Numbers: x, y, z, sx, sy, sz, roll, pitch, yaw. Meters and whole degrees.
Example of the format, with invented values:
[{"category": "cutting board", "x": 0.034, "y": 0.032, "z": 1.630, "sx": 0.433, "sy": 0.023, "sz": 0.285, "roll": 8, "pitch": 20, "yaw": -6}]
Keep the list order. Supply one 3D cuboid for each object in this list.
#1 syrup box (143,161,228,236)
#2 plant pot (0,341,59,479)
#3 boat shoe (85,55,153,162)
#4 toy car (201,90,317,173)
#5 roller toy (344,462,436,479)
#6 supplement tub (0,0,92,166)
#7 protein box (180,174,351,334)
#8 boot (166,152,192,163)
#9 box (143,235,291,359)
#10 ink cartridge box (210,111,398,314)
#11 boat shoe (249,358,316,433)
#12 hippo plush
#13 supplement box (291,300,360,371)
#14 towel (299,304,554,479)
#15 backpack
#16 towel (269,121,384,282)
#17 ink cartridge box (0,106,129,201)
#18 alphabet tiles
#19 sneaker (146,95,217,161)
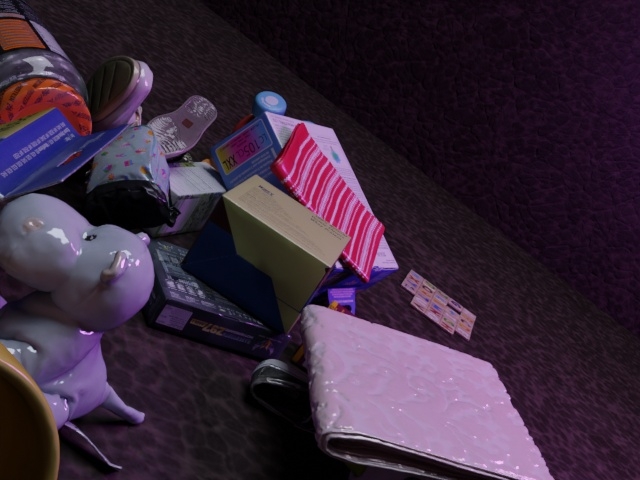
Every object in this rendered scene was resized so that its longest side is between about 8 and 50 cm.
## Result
[{"category": "syrup box", "x": -0.253, "y": -0.078, "z": 1.734, "sx": 0.096, "sy": 0.093, "sz": 0.237, "roll": 39, "pitch": 18, "yaw": 13}, {"category": "plant pot", "x": -0.366, "y": 0.139, "z": 0.739, "sx": 0.254, "sy": 0.254, "sz": 0.239, "roll": 19, "pitch": 9, "yaw": -42}, {"category": "boat shoe", "x": -0.355, "y": -0.217, "z": 1.619, "sx": 0.103, "sy": 0.302, "sz": 0.113, "roll": 21, "pitch": 62, "yaw": -33}, {"category": "toy car", "x": -0.148, "y": -0.161, "z": 2.066, "sx": 0.210, "sy": 0.219, "sz": 0.238, "roll": 40, "pitch": 47, "yaw": 14}, {"category": "roller toy", "x": 0.152, "y": 0.330, "z": 1.312, "sx": 0.209, "sy": 0.146, "sz": 0.191, "roll": 19, "pitch": 23, "yaw": -42}, {"category": "supplement tub", "x": -0.509, "y": -0.259, "z": 1.550, "sx": 0.207, "sy": 0.207, "sz": 0.338, "roll": 16, "pitch": 26, "yaw": -46}, {"category": "protein box", "x": -0.081, "y": 0.017, "z": 1.526, "sx": 0.200, "sy": 0.136, "sz": 0.201, "roll": 34, "pitch": 17, "yaw": 2}, {"category": "boot", "x": -0.324, "y": -0.149, "z": 1.813, "sx": 0.179, "sy": 0.085, "sz": 0.236, "roll": 29, "pitch": 19, "yaw": -27}, {"category": "box", "x": -0.177, "y": 0.089, "z": 1.490, "sx": 0.233, "sy": 0.059, "sz": 0.183, "roll": 22, "pitch": 21, "yaw": -34}, {"category": "ink cartridge box", "x": -0.013, "y": -0.029, "z": 1.817, "sx": 0.270, "sy": 0.151, "sz": 0.395, "roll": 3, "pitch": 57, "yaw": -60}, {"category": "boat shoe", "x": -0.004, "y": 0.249, "z": 1.374, "sx": 0.219, "sy": 0.077, "sz": 0.070, "roll": 25, "pitch": 17, "yaw": -5}, {"category": "hippo plush", "x": -0.282, "y": 0.089, "z": 0.996, "sx": 0.294, "sy": 0.236, "sz": 0.234, "roll": 32, "pitch": 17, "yaw": -8}, {"category": "supplement box", "x": 0.062, "y": 0.200, "z": 1.562, "sx": 0.188, "sy": 0.104, "sz": 0.081, "roll": 36, "pitch": 17, "yaw": 2}, {"category": "towel", "x": 0.127, "y": 0.217, "z": 1.280, "sx": 0.317, "sy": 0.053, "sz": 0.332, "roll": 19, "pitch": 19, "yaw": -13}, {"category": "backpack", "x": -0.302, "y": -0.099, "z": 1.529, "sx": 0.152, "sy": 0.115, "sz": 0.182, "roll": -4, "pitch": 39, "yaw": 1}, {"category": "towel", "x": 0.019, "y": -0.072, "z": 1.719, "sx": 0.275, "sy": 0.031, "sz": 0.199, "roll": 51, "pitch": 27, "yaw": -15}, {"category": "ink cartridge box", "x": -0.417, "y": -0.088, "z": 1.157, "sx": 0.303, "sy": 0.307, "sz": 0.072, "roll": -82, "pitch": 151, "yaw": -72}, {"category": "alphabet tiles", "x": 0.275, "y": 0.154, "z": 2.239, "sx": 0.198, "sy": 0.009, "sz": 0.237, "roll": 37, "pitch": 17, "yaw": 4}, {"category": "sneaker", "x": -0.272, "y": -0.171, "z": 1.721, "sx": 0.083, "sy": 0.118, "sz": 0.222, "roll": 42, "pitch": 36, "yaw": 0}]
